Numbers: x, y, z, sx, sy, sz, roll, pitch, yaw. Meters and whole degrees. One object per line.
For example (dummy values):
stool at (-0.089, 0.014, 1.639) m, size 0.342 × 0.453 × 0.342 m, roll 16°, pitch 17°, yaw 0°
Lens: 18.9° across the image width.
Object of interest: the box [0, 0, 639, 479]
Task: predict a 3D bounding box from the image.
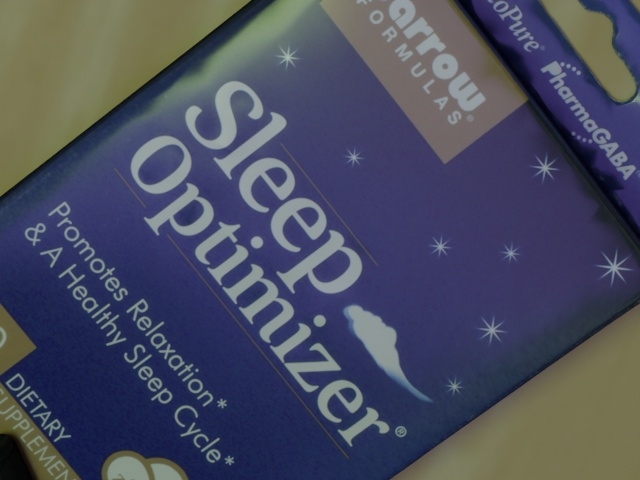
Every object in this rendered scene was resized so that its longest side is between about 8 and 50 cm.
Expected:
box at (0.000, 0.000, 0.562) m, size 0.225 × 0.036 × 0.136 m, roll -37°, pitch 98°, yaw 10°

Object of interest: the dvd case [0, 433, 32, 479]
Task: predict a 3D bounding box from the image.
dvd case at (-0.173, 0.177, 0.608) m, size 0.253 × 0.022 × 0.180 m, roll -19°, pitch 103°, yaw 15°
